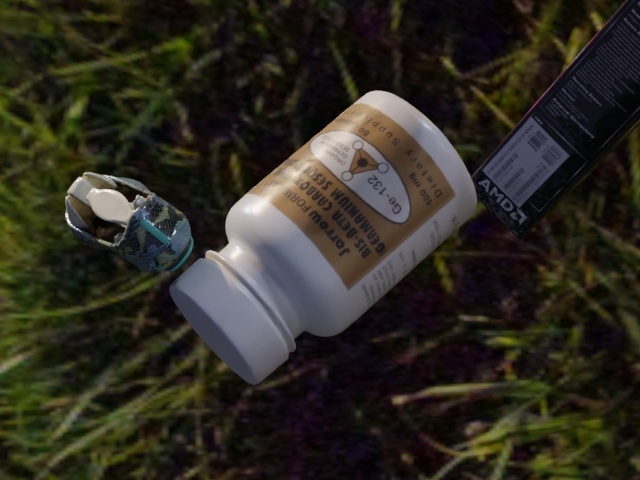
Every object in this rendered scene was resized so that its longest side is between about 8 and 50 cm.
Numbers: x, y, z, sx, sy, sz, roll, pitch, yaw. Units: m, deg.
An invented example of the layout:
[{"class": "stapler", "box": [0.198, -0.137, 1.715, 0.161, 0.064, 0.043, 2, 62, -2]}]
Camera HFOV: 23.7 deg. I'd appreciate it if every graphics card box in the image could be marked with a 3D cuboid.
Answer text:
[{"class": "graphics card box", "box": [0.321, -0.178, 1.562, 0.094, 0.233, 0.371, 44, 138, 6]}]

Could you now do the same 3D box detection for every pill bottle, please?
[{"class": "pill bottle", "box": [0.000, 0.000, 1.195, 0.229, 0.131, 0.131, -41, 60, -14]}]

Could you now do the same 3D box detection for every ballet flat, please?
[{"class": "ballet flat", "box": [-0.164, -0.026, 1.200, 0.188, 0.070, 0.070, 16, 96, 55]}]
